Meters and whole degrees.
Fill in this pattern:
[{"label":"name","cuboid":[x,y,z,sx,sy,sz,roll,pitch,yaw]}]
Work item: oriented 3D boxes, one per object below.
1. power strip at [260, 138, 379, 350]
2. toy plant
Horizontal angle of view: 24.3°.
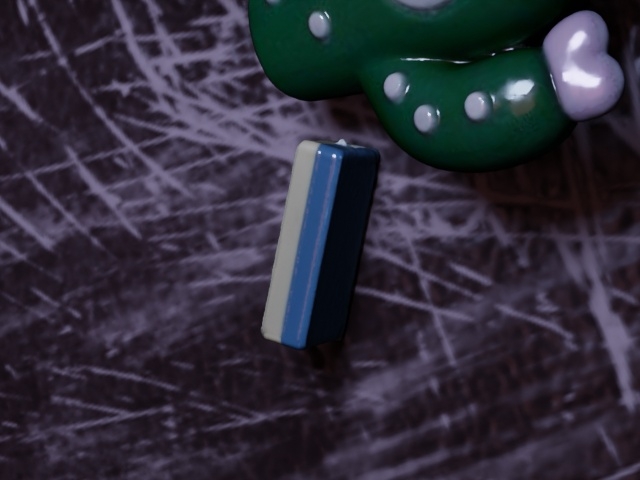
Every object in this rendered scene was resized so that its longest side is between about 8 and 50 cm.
[{"label":"power strip","cuboid":[0.000,0.000,0.870,0.032,0.056,0.123,17,102,25]},{"label":"toy plant","cuboid":[0.069,-0.155,0.787,0.243,0.112,0.232,14,93,41]}]
